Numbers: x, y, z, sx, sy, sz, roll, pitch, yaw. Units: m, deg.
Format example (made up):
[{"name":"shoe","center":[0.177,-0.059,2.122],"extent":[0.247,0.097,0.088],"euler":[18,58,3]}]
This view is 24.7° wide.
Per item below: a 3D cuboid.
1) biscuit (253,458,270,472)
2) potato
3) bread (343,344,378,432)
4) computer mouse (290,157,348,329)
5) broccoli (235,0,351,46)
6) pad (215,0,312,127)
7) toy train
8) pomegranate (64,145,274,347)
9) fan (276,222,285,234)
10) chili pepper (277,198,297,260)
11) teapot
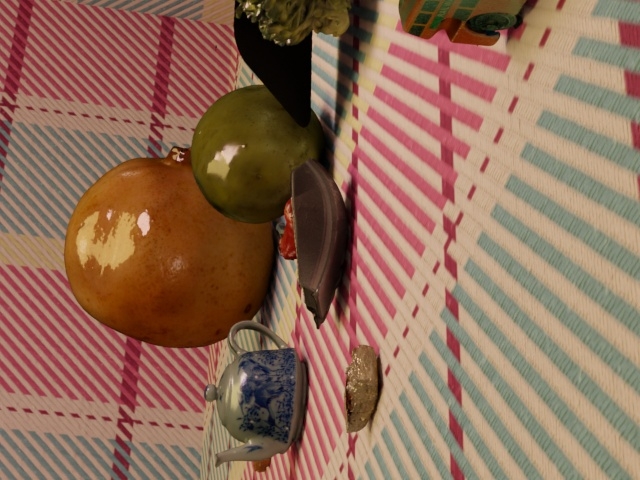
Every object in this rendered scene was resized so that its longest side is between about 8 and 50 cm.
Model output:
[{"name":"biscuit","center":[-0.093,0.315,2.467],"extent":[0.184,0.027,0.133],"euler":[113,163,-63]},{"name":"potato","center":[-0.098,-0.133,2.242],"extent":[0.304,0.215,0.216],"euler":[-80,-2,-78]},{"name":"bread","center":[0.043,0.164,1.620],"extent":[0.070,0.035,0.083],"euler":[-91,9,-52]},{"name":"computer mouse","center":[0.003,0.000,1.928],"extent":[0.126,0.071,0.231],"euler":[80,-174,-73]},{"name":"broccoli","center":[-0.008,-0.411,1.966],"extent":[0.245,0.248,0.288],"euler":[-13,89,49]},{"name":"pad","center":[-0.074,-0.346,2.184],"extent":[0.315,0.063,0.375],"euler":[46,-141,-50]},{"name":"toy train","center":[0.124,-0.221,1.161],"extent":[0.188,0.099,0.072],"euler":[120,157,-72]},{"name":"pomegranate","center":[-0.277,0.004,2.761],"extent":[0.416,0.416,0.417],"euler":[-173,90,-82]},{"name":"fan","center":[-0.059,-0.008,2.541],"extent":[0.193,0.016,0.038],"euler":[-123,43,-76]},{"name":"chili pepper","center":[-0.024,-0.023,2.137],"extent":[0.070,0.073,0.123],"euler":[50,157,14]},{"name":"teapot","center":[-0.100,0.228,2.166],"extent":[0.159,0.159,0.232],"euler":[112,163,-61]}]
